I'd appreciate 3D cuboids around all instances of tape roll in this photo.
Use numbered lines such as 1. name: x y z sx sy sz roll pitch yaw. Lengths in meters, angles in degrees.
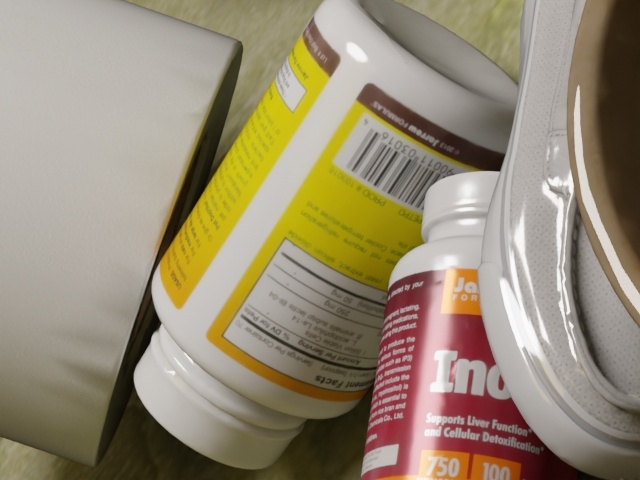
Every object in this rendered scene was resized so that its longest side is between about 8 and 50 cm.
1. tape roll: -0.159 -0.019 0.972 0.246 0.169 0.246 -161 90 -88

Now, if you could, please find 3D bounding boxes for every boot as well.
1. boot: 0.123 -0.050 0.668 0.123 0.095 0.258 118 159 -55

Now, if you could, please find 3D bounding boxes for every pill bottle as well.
1. pill bottle: 0.065 0.053 0.730 0.086 0.086 0.152 -22 53 52
2. pill bottle: 0.000 0.000 0.842 0.215 0.117 0.117 -56 31 19

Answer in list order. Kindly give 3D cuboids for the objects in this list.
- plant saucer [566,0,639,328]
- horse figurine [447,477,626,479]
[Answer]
1. plant saucer: 0.206 -0.054 0.514 0.278 0.041 0.277 -15 57 23
2. horse figurine: 0.036 0.183 0.665 0.263 0.066 0.174 -30 90 33
